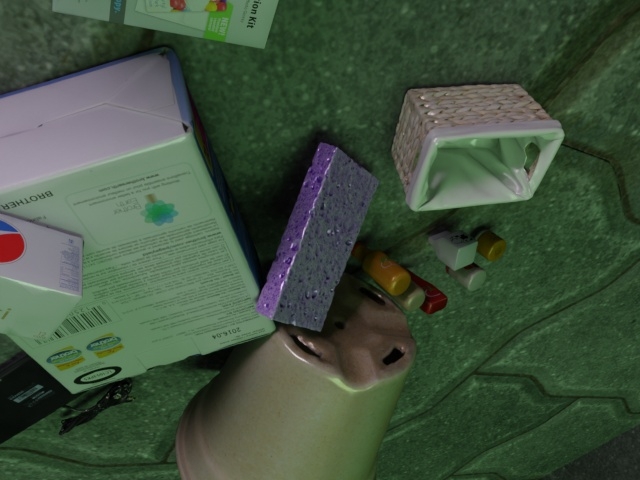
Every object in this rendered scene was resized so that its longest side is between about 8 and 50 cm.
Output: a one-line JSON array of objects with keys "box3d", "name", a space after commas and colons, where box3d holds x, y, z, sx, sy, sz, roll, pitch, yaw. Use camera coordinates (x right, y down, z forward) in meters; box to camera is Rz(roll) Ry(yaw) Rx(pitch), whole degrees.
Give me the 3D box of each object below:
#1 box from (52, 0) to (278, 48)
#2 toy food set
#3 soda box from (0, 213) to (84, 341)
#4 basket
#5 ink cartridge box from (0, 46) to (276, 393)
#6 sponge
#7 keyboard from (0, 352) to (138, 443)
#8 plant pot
[{"box3d": [-0.119, -0.245, 0.488, 0.186, 0.038, 0.145, 2, 137, -25], "name": "box"}, {"box3d": [0.162, 0.034, 0.901, 0.232, 0.104, 0.111, -20, 130, -28], "name": "toy food set"}, {"box3d": [-0.303, 0.013, 0.458, 0.216, 0.069, 0.074, 22, 126, -37], "name": "soda box"}, {"box3d": [0.178, -0.114, 0.704, 0.167, 0.103, 0.113, -6, 139, -14], "name": "basket"}, {"box3d": [-0.217, 0.021, 0.666, 0.270, 0.151, 0.395, -17, 139, -2], "name": "ink cartridge box"}, {"box3d": [0.000, 0.000, 0.707, 0.117, 0.031, 0.210, 29, 82, -57], "name": "sponge"}, {"box3d": [-0.429, 0.246, 0.939, 0.317, 0.033, 0.201, -31, 133, 16], "name": "keyboard"}, {"box3d": [-0.018, 0.220, 0.875, 0.333, 0.334, 0.305, 5, 125, -26], "name": "plant pot"}]
